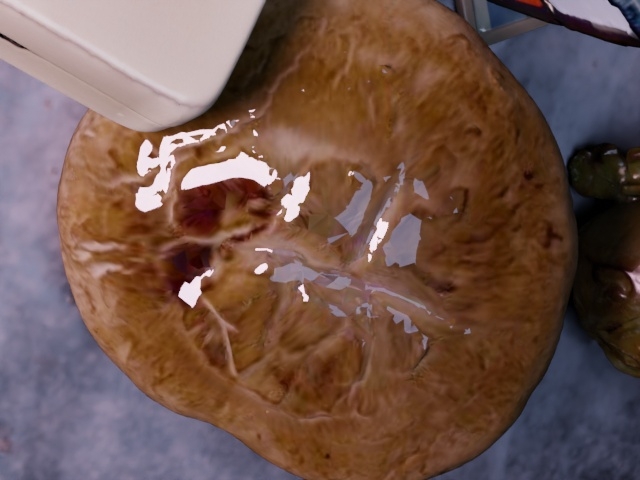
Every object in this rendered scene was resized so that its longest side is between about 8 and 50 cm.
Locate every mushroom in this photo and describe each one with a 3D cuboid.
[{"bbox_3d":[0.000,0.000,0.758,0.278,0.146,0.278,-1,101,-5],"label":"mushroom"}]

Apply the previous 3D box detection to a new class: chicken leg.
[{"bbox_3d":[0.329,0.030,0.928,0.361,0.140,0.211,-3,101,-20],"label":"chicken leg"}]

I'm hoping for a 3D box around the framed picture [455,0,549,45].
[{"bbox_3d":[0.117,-0.192,0.823,0.109,0.011,0.149,-21,116,-17],"label":"framed picture"}]

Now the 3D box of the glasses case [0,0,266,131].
[{"bbox_3d":[-0.164,-0.173,0.623,0.313,0.070,0.131,29,72,-22],"label":"glasses case"}]

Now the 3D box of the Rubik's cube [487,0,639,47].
[{"bbox_3d":[0.132,-0.220,0.710,0.167,0.180,0.183,-44,122,-5],"label":"Rubik's cube"}]
